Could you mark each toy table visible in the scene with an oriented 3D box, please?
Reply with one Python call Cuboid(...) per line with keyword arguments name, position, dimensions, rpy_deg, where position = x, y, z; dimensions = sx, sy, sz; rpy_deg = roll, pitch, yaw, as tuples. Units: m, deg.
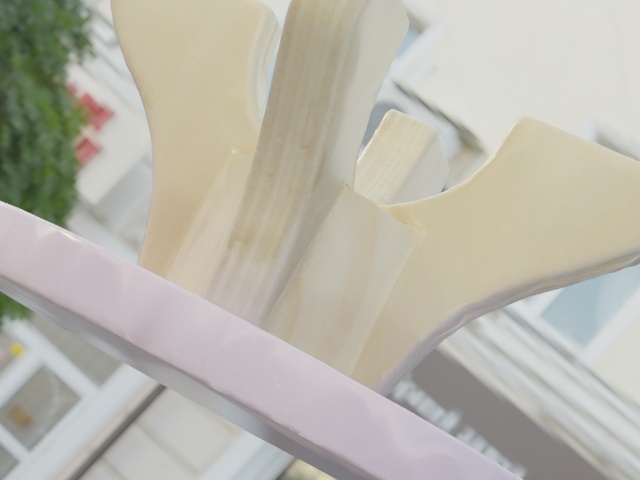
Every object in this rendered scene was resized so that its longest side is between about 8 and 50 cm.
Cuboid(name="toy table", position=(0.000, 0.000, 0.703), dimensions=(0.274, 0.161, 0.252), rpy_deg=(28, -9, 4))
